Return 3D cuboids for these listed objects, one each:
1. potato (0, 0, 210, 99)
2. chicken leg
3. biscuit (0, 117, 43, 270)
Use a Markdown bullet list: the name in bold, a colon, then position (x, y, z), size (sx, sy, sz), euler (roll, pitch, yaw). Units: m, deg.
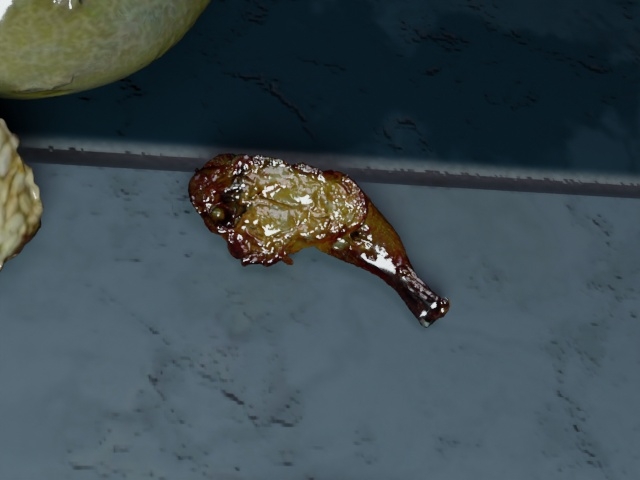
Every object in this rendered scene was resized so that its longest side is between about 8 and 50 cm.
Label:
- **potato**: position (-0.136, -0.175, 0.599), size (0.178, 0.160, 0.235), euler (18, 59, 16)
- **chicken leg**: position (0.001, -0.004, 0.592), size (0.145, 0.037, 0.062), euler (18, 73, -5)
- **biscuit**: position (-0.191, 0.006, 0.493), size (0.070, 0.082, 0.168), euler (17, 47, 26)
